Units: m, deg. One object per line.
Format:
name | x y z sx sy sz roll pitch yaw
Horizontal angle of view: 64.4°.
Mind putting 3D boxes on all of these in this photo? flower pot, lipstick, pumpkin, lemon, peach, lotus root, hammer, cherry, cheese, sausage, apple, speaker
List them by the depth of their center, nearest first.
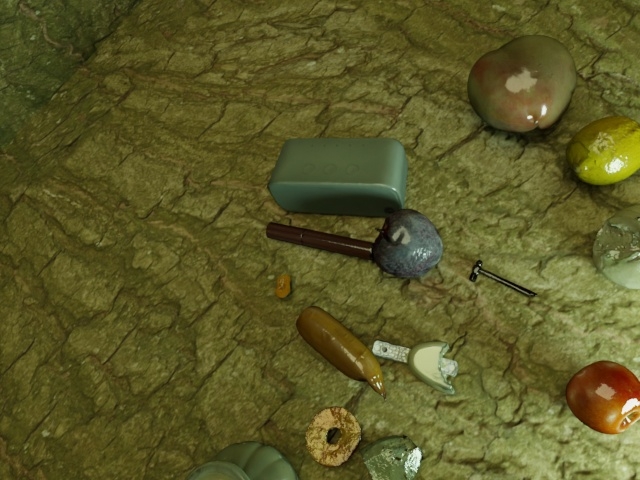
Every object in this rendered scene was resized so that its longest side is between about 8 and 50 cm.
apple | 0.644 0.353 1.143 0.163 0.163 0.139 -34 51 2
flower pot | -0.213 0.652 1.248 0.308 0.244 0.307 -7 65 15
lotus root | 0.179 0.548 1.260 0.144 0.070 0.143 -40 63 -1
lemon | 0.756 -0.239 1.343 0.180 0.181 0.193 44 108 27
cheese | 0.250 0.314 1.346 0.235 0.050 0.127 10 74 23
hammer | 0.492 0.115 1.370 0.178 0.021 0.065 27 79 23
sausage | 0.069 0.303 1.374 0.328 0.112 0.112 38 84 27
cherry | 0.241 0.014 1.405 0.195 0.195 0.195 -6 67 15
peach | 0.572 -0.439 1.441 0.293 0.247 0.292 -8 44 8
pumpkin | -0.108 0.143 1.544 0.050 0.028 0.083 -4 59 18
speaker | 0.060 -0.196 1.549 0.407 0.183 0.184 4 65 20
lipstick | 0.000 0.000 1.552 0.357 0.057 0.057 12 73 21

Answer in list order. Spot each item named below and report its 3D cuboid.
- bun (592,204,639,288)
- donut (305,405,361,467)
bun | 0.801 0.010 1.257 0.237 0.116 0.209 -20 63 8
donut | 0.037 0.512 1.328 0.152 0.058 0.151 -6 66 14
